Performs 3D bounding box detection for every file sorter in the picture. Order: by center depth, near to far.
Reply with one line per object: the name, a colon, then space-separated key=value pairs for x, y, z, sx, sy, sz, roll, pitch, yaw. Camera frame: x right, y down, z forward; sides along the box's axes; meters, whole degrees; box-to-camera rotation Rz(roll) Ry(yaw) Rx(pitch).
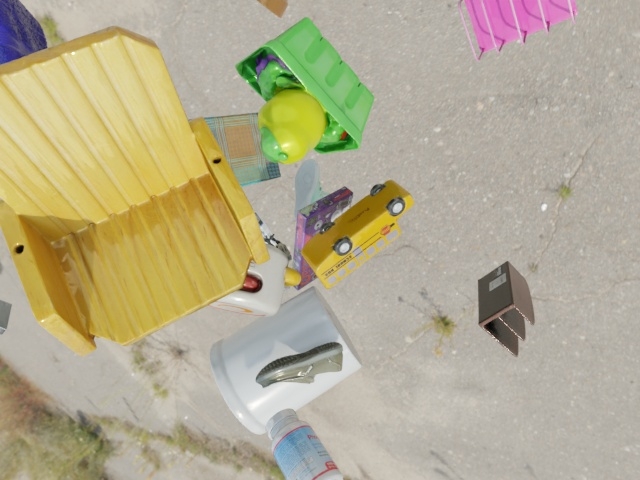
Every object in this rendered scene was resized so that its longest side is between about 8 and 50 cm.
file sorter: x=0.585 y=-0.693 z=1.341 sx=0.290 sy=0.182 sz=0.202 roll=-12 pitch=119 yaw=35

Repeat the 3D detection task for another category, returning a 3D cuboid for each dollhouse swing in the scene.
dollhouse swing: x=-0.290 y=-0.052 z=0.652 sx=0.315 sy=0.346 sz=0.305 roll=60 pitch=167 yaw=15

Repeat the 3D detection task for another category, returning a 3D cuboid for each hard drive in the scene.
hard drive: x=-0.713 y=0.136 z=0.920 sx=0.135 sy=0.022 sz=0.094 roll=37 pitch=-174 yaw=-38

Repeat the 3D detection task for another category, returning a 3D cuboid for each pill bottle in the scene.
pill bottle: x=-0.036 y=0.392 z=0.821 sx=0.160 sy=0.087 sz=0.087 roll=45 pitch=143 yaw=41

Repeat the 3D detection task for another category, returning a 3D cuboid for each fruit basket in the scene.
fruit basket: x=-0.066 y=-0.347 z=1.211 sx=0.282 sy=0.392 sz=0.392 roll=10 pitch=131 yaw=59

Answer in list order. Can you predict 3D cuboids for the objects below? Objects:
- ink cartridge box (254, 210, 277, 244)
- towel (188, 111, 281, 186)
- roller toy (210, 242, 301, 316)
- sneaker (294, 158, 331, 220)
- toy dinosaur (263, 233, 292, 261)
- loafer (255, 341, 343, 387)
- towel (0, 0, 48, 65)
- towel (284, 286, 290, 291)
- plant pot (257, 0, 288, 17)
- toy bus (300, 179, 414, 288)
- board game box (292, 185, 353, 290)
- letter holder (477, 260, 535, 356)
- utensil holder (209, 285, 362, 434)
ink cartridge box: x=-0.353 y=-0.050 z=2.332 sx=0.208 sy=0.045 sz=0.206 roll=-9 pitch=126 yaw=42
towel: x=-0.327 y=-0.331 z=1.676 sx=0.040 sy=0.370 sz=0.272 roll=3 pitch=107 yaw=53
roller toy: x=-0.165 y=0.070 z=0.939 sx=0.209 sy=0.147 sz=0.191 roll=0 pitch=161 yaw=31
sneaker: x=-0.018 y=-0.197 z=1.692 sx=0.094 sy=0.151 sz=0.256 roll=33 pitch=128 yaw=31
toy dinosaur: x=-0.172 y=0.025 z=1.788 sx=0.118 sy=0.064 sz=0.268 roll=41 pitch=176 yaw=11
loafer: x=-0.050 y=0.353 z=1.211 sx=0.251 sy=0.094 sz=0.088 roll=-17 pitch=93 yaw=-3
towel: x=-0.668 y=-0.418 z=1.020 sx=0.227 sy=0.076 sz=0.309 roll=136 pitch=114 yaw=-76
towel: x=-0.236 y=0.111 z=1.882 sx=0.187 sy=0.282 sz=0.049 roll=19 pitch=109 yaw=-23
plant pot: x=-0.205 y=-0.988 z=1.626 sx=0.291 sy=0.291 sz=0.203 roll=41 pitch=110 yaw=1
toy bus: x=0.108 y=-0.019 z=1.248 sx=0.108 sy=0.332 sz=0.130 roll=50 pitch=175 yaw=49
board game box: x=0.000 y=0.000 z=1.495 sx=0.056 sy=0.208 sz=0.347 roll=44 pitch=146 yaw=30
letter holder: x=0.730 y=0.261 z=1.708 sx=0.214 sy=0.302 sz=0.152 roll=43 pitch=122 yaw=-6
utensil holder: x=-0.103 y=0.375 z=1.448 sx=0.385 sy=0.327 sz=0.328 roll=-31 pitch=105 yaw=1
